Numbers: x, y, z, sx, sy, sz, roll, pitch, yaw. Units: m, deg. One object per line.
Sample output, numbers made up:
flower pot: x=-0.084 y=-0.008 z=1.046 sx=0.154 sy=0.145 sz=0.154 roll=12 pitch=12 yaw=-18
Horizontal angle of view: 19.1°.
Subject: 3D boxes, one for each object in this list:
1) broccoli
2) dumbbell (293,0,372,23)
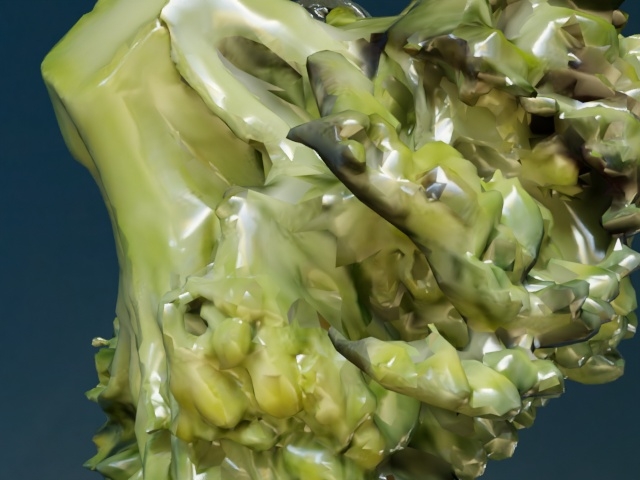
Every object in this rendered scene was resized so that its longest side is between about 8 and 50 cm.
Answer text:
broccoli: x=0.016 y=0.017 z=0.814 sx=0.334 sy=0.324 sz=0.272 roll=-42 pitch=-46 yaw=5
dumbbell: x=0.025 y=-0.093 z=1.124 sx=0.081 sy=0.081 sz=0.254 roll=-37 pitch=-22 yaw=18
